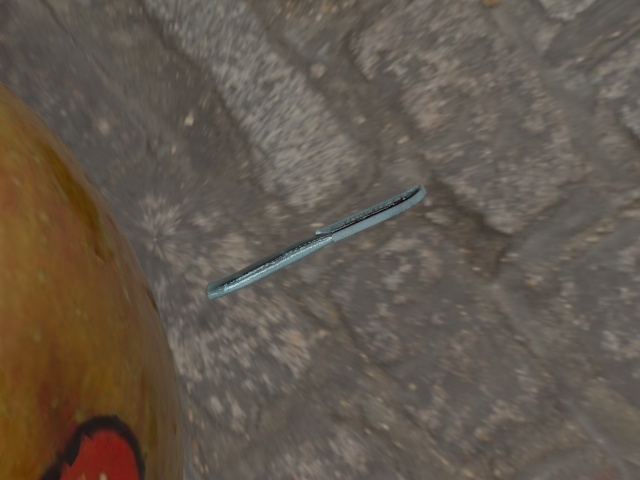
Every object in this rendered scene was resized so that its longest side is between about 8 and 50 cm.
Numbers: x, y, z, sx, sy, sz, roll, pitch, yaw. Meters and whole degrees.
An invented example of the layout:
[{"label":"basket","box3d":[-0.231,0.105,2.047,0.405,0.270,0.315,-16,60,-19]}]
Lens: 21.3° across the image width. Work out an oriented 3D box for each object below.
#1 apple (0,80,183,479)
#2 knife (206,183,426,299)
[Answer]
[{"label":"apple","box3d":[-0.248,0.077,0.703,0.400,0.400,0.333,16,58,-5]},{"label":"knife","box3d":[0.000,-0.001,1.380,0.210,0.028,0.015,-25,98,-17]}]
